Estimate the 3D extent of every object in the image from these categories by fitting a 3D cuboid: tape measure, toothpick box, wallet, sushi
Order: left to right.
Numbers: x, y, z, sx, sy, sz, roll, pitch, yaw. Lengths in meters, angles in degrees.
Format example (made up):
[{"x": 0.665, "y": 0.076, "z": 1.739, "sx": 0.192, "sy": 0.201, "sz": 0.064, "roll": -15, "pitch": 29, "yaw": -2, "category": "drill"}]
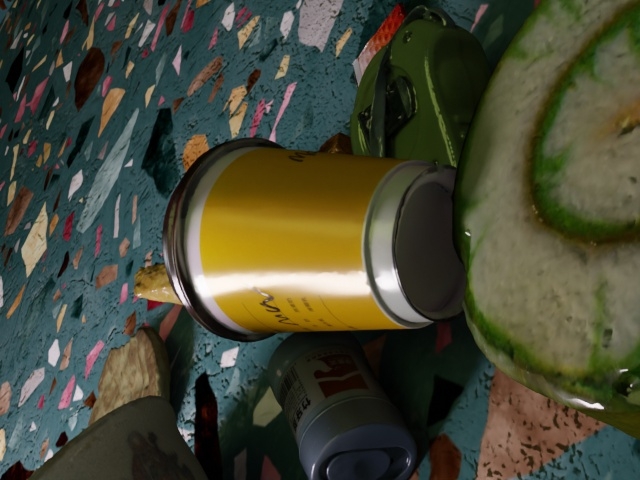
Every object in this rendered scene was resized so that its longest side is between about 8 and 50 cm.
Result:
[{"x": 0.016, "y": 0.160, "z": 1.039, "sx": 0.101, "sy": 0.101, "sz": 0.153, "roll": -58, "pitch": 32, "yaw": 18, "category": "toothpick box"}, {"x": 0.025, "y": -0.091, "z": 1.244, "sx": 0.050, "sy": 0.047, "sz": 0.099, "roll": -53, "pitch": 15, "yaw": 4, "category": "sushi"}, {"x": 0.081, "y": -0.165, "z": 1.222, "sx": 0.103, "sy": 0.020, "sz": 0.196, "roll": -47, "pitch": 37, "yaw": 33, "category": "wallet"}, {"x": 0.096, "y": -0.112, "z": 1.061, "sx": 0.175, "sy": 0.106, "sz": 0.200, "roll": -36, "pitch": 62, "yaw": 53, "category": "tape measure"}]

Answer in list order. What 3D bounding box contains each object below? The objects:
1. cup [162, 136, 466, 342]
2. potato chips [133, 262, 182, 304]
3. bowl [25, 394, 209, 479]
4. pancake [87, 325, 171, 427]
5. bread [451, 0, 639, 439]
[{"x": 0.000, "y": 0.000, "z": 0.997, "sx": 0.280, "sy": 0.196, "sz": 0.196, "roll": 1, "pitch": 72, "yaw": 44, "category": "cup"}, {"x": -0.111, "y": 0.015, "z": 1.365, "sx": 0.407, "sy": 0.080, "sz": 0.057, "roll": -29, "pitch": 32, "yaw": 50, "category": "potato chips"}, {"x": -0.213, "y": 0.385, "z": 1.111, "sx": 0.435, "sy": 0.196, "sz": 0.435, "roll": -51, "pitch": -14, "yaw": -18, "category": "bowl"}, {"x": -0.258, "y": 0.225, "z": 1.501, "sx": 0.236, "sy": 0.042, "sz": 0.222, "roll": -51, "pitch": 39, "yaw": 33, "category": "pancake"}, {"x": 0.247, "y": -0.055, "z": 0.778, "sx": 0.366, "sy": 0.129, "sz": 0.382, "roll": 4, "pitch": 74, "yaw": 62, "category": "bread"}]
